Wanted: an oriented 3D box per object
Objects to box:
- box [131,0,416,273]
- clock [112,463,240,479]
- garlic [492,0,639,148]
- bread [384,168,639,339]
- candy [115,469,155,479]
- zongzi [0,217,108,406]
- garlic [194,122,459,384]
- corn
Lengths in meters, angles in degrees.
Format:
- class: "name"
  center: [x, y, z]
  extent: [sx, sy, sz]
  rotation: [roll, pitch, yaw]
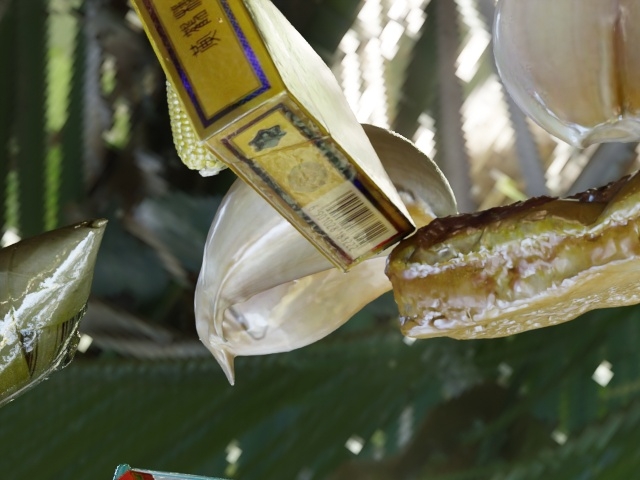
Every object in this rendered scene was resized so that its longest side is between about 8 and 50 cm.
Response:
- class: "box"
  center: [-0.040, -0.114, 1.606]
  extent: [0.193, 0.084, 0.301]
  rotation: [62, -171, 29]
- class: "clock"
  center: [-0.131, 0.381, 2.020]
  extent: [0.231, 0.262, 0.116]
  rotation: [5, 149, 16]
- class: "garlic"
  center: [0.248, -0.185, 1.579]
  extent: [0.217, 0.228, 0.110]
  rotation: [-3, 150, 11]
- class: "bread"
  center: [0.238, -0.004, 1.626]
  extent: [0.185, 0.380, 0.109]
  rotation: [9, -113, -52]
- class: "candy"
  center: [-0.142, 0.249, 1.543]
  extent: [0.038, 0.062, 0.122]
  rotation: [25, -148, -57]
- class: "zongzi"
  center: [-0.347, 0.088, 1.859]
  extent: [0.274, 0.300, 0.145]
  rotation: [-31, -98, -29]
- class: "garlic"
  center: [0.000, 0.000, 2.033]
  extent: [0.286, 0.313, 0.249]
  rotation: [-75, -30, -77]
- class: "corn"
  center: [-0.114, -0.162, 1.833]
  extent: [0.067, 0.206, 0.067]
  rotation: [-4, -167, 1]
